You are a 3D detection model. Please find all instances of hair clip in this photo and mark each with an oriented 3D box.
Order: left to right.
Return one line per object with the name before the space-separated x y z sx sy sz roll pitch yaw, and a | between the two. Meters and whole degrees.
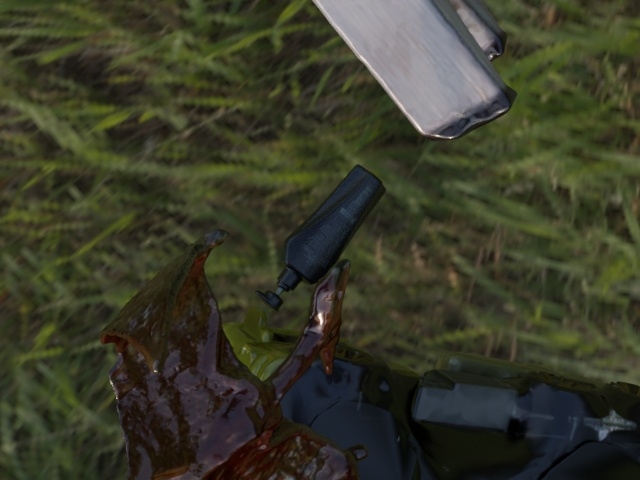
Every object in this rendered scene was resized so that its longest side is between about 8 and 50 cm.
hair clip | 0.005 -0.210 1.166 0.085 0.101 0.331 -24 117 30

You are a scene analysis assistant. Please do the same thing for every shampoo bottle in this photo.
shampoo bottle | 0.000 0.000 1.538 0.048 0.027 0.137 42 81 -20

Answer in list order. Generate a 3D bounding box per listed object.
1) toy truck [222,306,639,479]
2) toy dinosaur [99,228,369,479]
toy truck | 0.088 0.168 1.528 0.405 0.254 0.181 9 96 -27
toy dinosaur | -0.030 0.131 1.076 0.113 0.206 0.327 31 136 41
